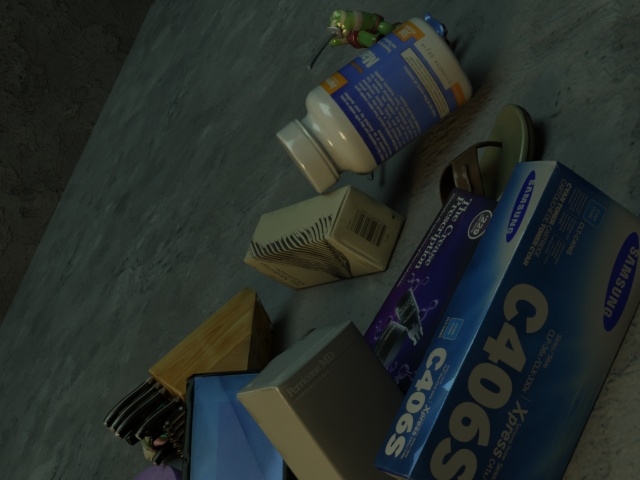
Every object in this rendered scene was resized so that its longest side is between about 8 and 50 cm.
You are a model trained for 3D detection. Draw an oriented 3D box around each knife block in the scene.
[{"bbox_3d":[-0.204,0.213,1.873,0.242,0.088,0.275,-12,39,13],"label":"knife block"}]

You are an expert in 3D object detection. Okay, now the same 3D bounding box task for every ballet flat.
[{"bbox_3d":[-0.280,0.330,2.068,0.221,0.077,0.079,-136,60,-72],"label":"ballet flat"}]

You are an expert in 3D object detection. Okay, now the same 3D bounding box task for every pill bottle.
[{"bbox_3d":[0.075,-0.193,1.780,0.272,0.152,0.152,-36,24,-2],"label":"pill bottle"}]

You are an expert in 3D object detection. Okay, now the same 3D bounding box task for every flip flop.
[{"bbox_3d":[0.187,-0.058,1.575,0.277,0.080,0.112,-57,23,4],"label":"flip flop"}]

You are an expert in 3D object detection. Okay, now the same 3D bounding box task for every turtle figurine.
[{"bbox_3d":[0.058,-0.279,1.972,0.274,0.198,0.266,-54,19,1],"label":"turtle figurine"}]

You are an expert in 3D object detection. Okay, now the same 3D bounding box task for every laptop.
[{"bbox_3d":[-0.069,0.251,1.472,0.264,0.137,0.234,138,136,-61],"label":"laptop"}]

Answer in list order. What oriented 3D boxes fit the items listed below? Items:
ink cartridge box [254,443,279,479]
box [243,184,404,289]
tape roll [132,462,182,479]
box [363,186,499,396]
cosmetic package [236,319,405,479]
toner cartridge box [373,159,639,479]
[{"bbox_3d":[-0.079,0.301,1.652,0.218,0.092,0.158,-7,55,64],"label":"ink cartridge box"},{"bbox_3d":[0.000,0.000,1.847,0.275,0.113,0.094,-18,46,59],"label":"box"},{"bbox_3d":[-0.256,0.475,1.796,0.275,0.090,0.274,-44,27,29],"label":"tape roll"},{"bbox_3d":[0.164,0.082,1.422,0.261,0.103,0.184,-59,25,-1],"label":"box"},{"bbox_3d":[0.036,0.216,1.300,0.127,0.238,0.107,-42,14,-30],"label":"cosmetic package"},{"bbox_3d":[0.205,0.109,1.218,0.075,0.165,0.347,3,64,63],"label":"toner cartridge box"}]
